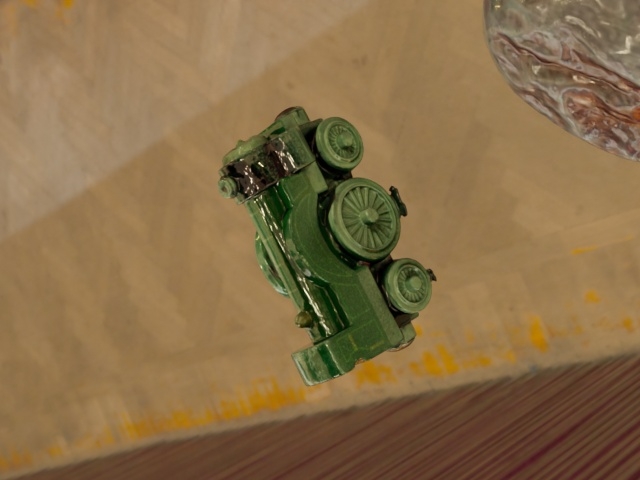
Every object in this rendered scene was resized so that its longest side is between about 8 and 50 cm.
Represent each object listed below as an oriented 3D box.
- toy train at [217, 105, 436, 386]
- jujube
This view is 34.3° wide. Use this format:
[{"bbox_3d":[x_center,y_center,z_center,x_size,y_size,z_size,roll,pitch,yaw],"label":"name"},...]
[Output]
[{"bbox_3d":[0.000,0.000,0.679,0.071,0.104,0.178,-27,89,54],"label":"toy train"},{"bbox_3d":[0.301,-0.196,0.922,0.308,0.215,0.246,34,163,33],"label":"jujube"}]
